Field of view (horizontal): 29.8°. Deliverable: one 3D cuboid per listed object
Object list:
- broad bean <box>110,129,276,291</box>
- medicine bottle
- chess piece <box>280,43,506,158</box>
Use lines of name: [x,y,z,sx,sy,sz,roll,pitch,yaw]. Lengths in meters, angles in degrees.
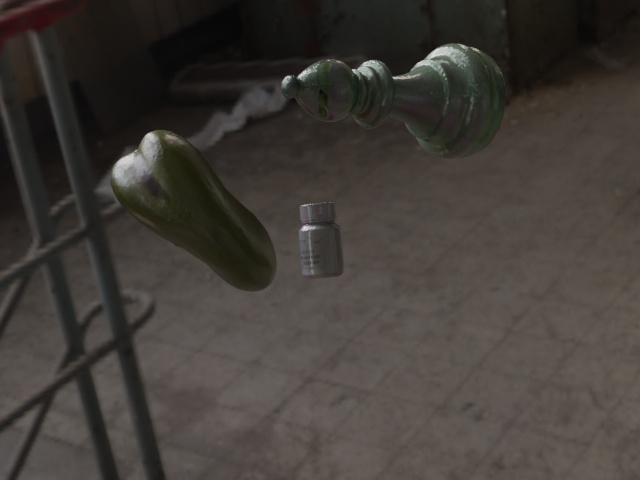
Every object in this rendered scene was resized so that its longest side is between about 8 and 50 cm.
broad bean: [-0.153,-0.035,1.602,0.121,0.263,0.189,-49,20,10]
medicine bottle: [0.000,0.000,1.446,0.052,0.089,0.052,-5,1,0]
chess piece: [0.073,-0.166,1.390,0.271,0.139,0.139,-1,17,-34]
